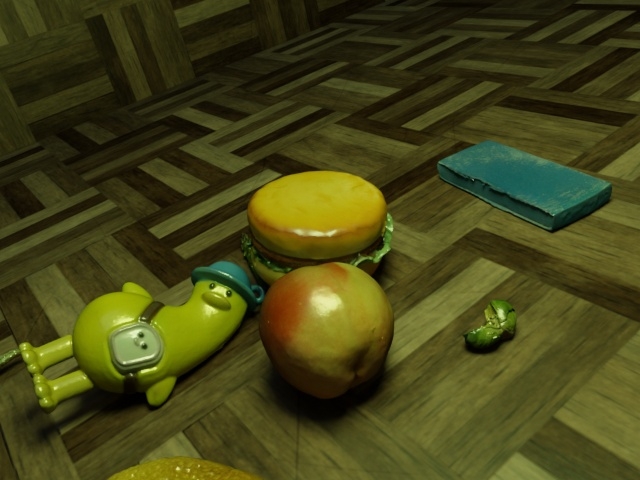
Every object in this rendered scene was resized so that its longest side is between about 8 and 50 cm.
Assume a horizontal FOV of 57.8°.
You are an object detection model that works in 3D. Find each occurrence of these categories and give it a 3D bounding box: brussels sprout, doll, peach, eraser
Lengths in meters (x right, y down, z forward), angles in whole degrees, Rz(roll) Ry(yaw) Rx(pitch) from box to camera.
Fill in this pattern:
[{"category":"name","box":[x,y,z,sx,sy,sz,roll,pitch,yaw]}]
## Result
[{"category":"brussels sprout","box":[0.235,0.119,0.793,0.051,0.046,0.083,25,58,41]},{"category":"doll","box":[-0.244,0.144,0.880,0.363,0.145,0.199,-20,70,-26]},{"category":"peach","box":[0.009,0.116,0.767,0.184,0.184,0.184,-10,32,7]},{"category":"eraser","box":[0.373,-0.114,1.100,0.144,0.042,0.312,-25,33,-18]}]

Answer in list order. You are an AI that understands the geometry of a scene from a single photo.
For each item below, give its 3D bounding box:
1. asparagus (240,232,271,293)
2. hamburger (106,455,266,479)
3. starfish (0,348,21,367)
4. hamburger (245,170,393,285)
[{"category":"asparagus","box":[-0.119,0.045,1.066,0.025,0.024,0.248,-15,29,-13]},{"category":"hamburger","box":[-0.100,0.298,0.551,0.283,0.143,0.156,2,25,23]},{"category":"starfish","box":[-0.578,0.218,0.950,0.176,0.053,0.208,-21,35,-12]},{"category":"hamburger","box":[-0.002,0.000,0.952,0.246,0.169,0.246,0,34,0]}]
